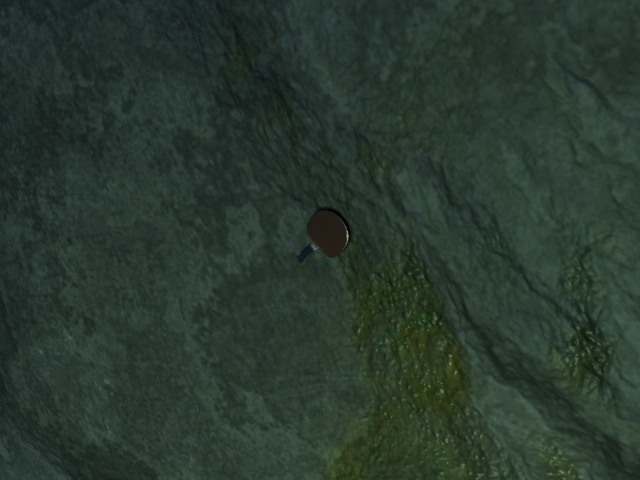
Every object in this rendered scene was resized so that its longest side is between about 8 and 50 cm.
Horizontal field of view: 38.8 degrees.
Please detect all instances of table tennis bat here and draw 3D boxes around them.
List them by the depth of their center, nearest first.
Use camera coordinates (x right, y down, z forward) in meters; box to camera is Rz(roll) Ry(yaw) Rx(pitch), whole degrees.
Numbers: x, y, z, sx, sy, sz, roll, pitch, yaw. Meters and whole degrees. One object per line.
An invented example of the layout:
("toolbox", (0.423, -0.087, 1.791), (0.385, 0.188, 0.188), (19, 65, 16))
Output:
("table tennis bat", (0.000, 0.000, 0.963), (0.050, 0.007, 0.083), (51, 131, 6))
